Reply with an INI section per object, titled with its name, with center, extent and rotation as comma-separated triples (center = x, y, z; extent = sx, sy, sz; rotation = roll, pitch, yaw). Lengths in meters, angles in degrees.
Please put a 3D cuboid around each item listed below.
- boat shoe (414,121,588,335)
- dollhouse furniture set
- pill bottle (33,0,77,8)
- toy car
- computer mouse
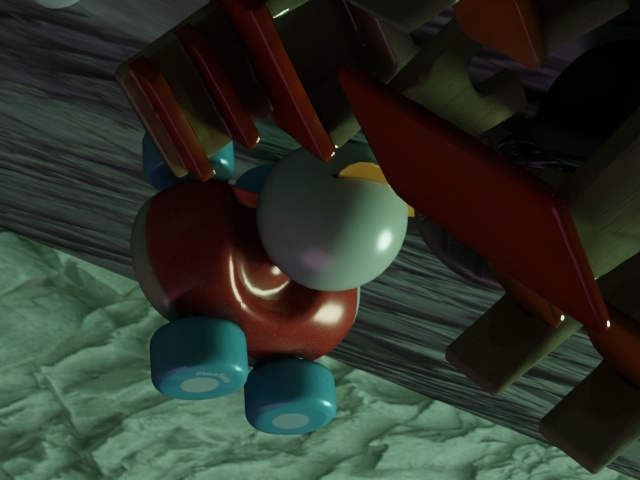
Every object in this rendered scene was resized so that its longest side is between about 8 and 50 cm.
[boat shoe]
center = 0.231, 0.021, 1.115
extent = 0.355, 0.132, 0.130
rotation = 27, 180, 2
[dollhouse furniture set]
center = 0.034, -0.042, 0.750
extent = 0.259, 0.135, 0.262
rotation = 38, 161, 49
[pill bottle]
center = -0.172, -0.174, 0.821
extent = 0.087, 0.087, 0.160
rotation = 10, 168, 40
[toy car]
center = 0.000, 0.000, 1.311
extent = 0.238, 0.219, 0.210
rotation = -24, 146, 32
[computer mouse]
center = 0.177, -0.059, 0.895
extent = 0.189, 0.072, 0.272
rotation = 18, -179, 12
